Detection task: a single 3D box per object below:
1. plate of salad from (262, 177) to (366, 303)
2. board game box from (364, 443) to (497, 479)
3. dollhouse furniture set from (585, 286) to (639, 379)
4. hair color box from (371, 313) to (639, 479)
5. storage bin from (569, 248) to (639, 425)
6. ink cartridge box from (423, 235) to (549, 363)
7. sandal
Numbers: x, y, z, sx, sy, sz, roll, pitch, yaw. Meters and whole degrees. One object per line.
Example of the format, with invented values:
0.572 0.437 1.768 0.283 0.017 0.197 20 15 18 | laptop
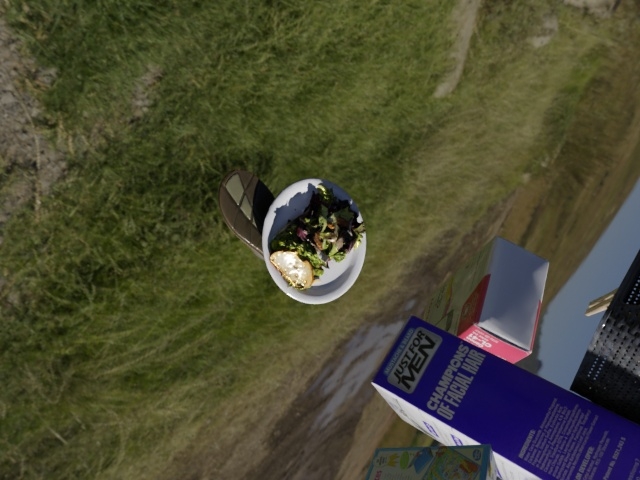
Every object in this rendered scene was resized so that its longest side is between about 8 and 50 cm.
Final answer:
0.000 0.000 0.945 0.200 0.200 0.048 -50 -156 -26 | plate of salad
0.073 0.217 0.453 0.154 0.103 0.026 -49 124 -59 | board game box
0.619 0.245 1.197 0.135 0.262 0.259 -35 170 28 | dollhouse furniture set
0.242 0.229 0.709 0.110 0.338 0.185 -57 148 -16 | hair color box
0.335 0.100 0.621 0.122 0.084 0.180 -49 151 -23 | storage bin
0.322 0.167 1.257 0.226 0.131 0.306 -66 -175 -34 | ink cartridge box
-0.092 -0.020 0.968 0.219 0.060 0.090 47 69 -32 | sandal
